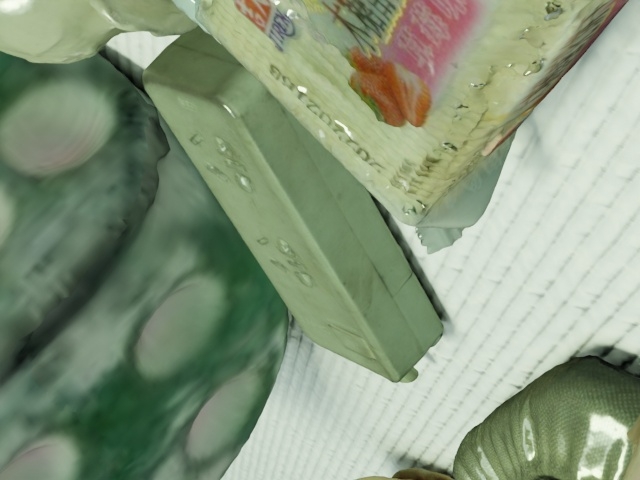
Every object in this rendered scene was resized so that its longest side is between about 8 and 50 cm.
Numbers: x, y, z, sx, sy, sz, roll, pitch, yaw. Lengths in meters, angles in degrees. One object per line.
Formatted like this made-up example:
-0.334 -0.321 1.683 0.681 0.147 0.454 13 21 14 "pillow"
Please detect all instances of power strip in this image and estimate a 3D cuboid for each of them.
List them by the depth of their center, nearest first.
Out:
0.000 0.000 0.801 0.093 0.053 0.288 21 151 46 "power strip"

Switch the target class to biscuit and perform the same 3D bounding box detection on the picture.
0.031 -0.106 0.470 0.186 0.079 0.309 42 162 3 "biscuit"

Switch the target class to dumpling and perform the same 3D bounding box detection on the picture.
-0.132 -0.141 0.726 0.169 0.100 0.134 -3 172 36 "dumpling"

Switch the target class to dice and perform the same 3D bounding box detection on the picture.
-0.244 0.053 0.972 0.330 0.328 0.348 33 159 24 "dice"

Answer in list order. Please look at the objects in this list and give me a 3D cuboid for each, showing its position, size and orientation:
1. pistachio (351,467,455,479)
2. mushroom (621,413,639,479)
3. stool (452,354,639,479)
0.082 0.256 1.060 0.229 0.157 0.157 25 155 55 "pistachio"
0.226 0.166 0.540 0.236 0.162 0.173 41 163 0 "mushroom"
0.166 0.256 0.761 0.310 0.226 0.310 40 159 7 "stool"
